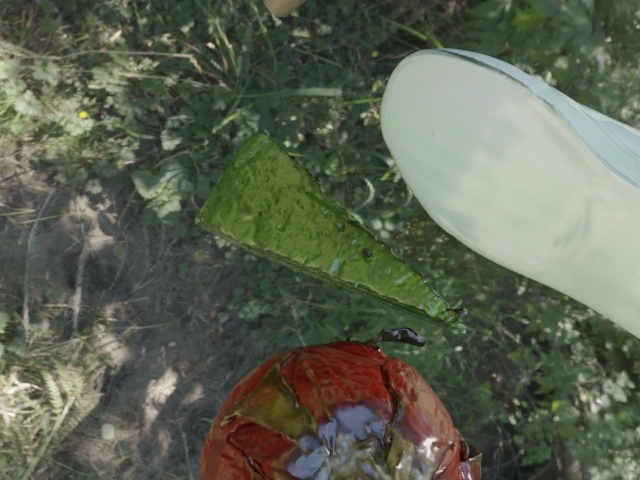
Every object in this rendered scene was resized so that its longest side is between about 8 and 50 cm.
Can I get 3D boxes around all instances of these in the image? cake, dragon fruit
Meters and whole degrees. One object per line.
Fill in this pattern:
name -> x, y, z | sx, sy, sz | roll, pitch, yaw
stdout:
cake -> 0.004, 0.020, 0.515 | 0.099, 0.235, 0.100 | -47, 157, 0
dragon fruit -> 0.018, 0.180, 0.441 | 0.224, 0.148, 0.218 | -22, 84, -8

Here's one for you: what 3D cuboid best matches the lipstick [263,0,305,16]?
lipstick -> 0.006, -0.126, 0.269 | 0.019, 0.094, 0.018 | 9, 75, -35

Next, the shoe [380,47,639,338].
shoe -> 0.155, -0.022, 0.343 | 0.110, 0.265, 0.095 | -18, 141, -45
